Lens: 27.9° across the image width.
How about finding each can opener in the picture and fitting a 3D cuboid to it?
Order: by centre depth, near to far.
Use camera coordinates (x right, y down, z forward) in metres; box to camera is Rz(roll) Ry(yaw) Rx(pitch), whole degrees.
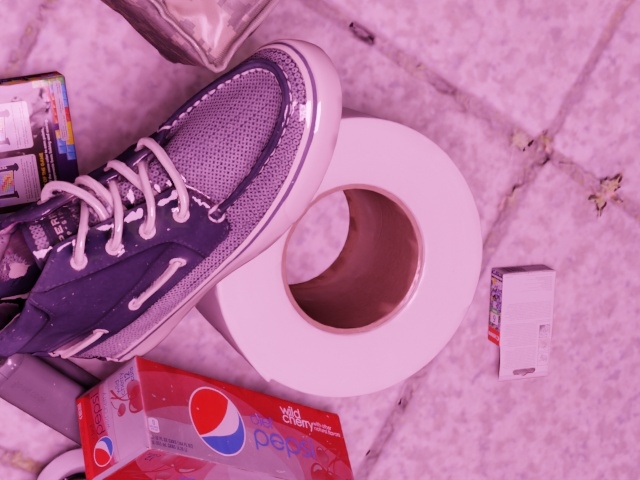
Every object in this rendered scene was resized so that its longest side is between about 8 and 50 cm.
[{"bbox_3d":[-0.247,0.087,1.094,0.095,0.076,0.283,-45,128,6],"label":"can opener"}]

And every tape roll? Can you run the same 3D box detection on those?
[{"bbox_3d":[0.000,0.000,1.154,0.246,0.169,0.246,-5,104,-19],"label":"tape roll"}]

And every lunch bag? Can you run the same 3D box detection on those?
[{"bbox_3d":[-0.062,-0.286,1.029,0.169,0.235,0.287,39,87,-18],"label":"lunch bag"}]

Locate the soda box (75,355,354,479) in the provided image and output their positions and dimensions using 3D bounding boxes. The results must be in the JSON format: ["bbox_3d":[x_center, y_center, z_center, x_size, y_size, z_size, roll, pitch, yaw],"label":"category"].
[{"bbox_3d":[-0.087,0.186,1.148,0.083,0.092,0.263,-35,142,28],"label":"soda box"}]

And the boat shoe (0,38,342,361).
[{"bbox_3d":[-0.133,-0.021,0.972,0.158,0.127,0.340,1,137,-49],"label":"boat shoe"}]

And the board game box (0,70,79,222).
[{"bbox_3d":[-0.278,-0.051,1.102,0.141,0.048,0.170,-10,106,-17],"label":"board game box"}]

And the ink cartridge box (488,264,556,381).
[{"bbox_3d":[0.206,0.085,1.328,0.063,0.029,0.115,-3,104,-21],"label":"ink cartridge box"}]

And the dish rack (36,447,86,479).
[{"bbox_3d":[-0.152,0.373,1.158,0.333,0.072,0.285,29,64,-8],"label":"dish rack"}]
